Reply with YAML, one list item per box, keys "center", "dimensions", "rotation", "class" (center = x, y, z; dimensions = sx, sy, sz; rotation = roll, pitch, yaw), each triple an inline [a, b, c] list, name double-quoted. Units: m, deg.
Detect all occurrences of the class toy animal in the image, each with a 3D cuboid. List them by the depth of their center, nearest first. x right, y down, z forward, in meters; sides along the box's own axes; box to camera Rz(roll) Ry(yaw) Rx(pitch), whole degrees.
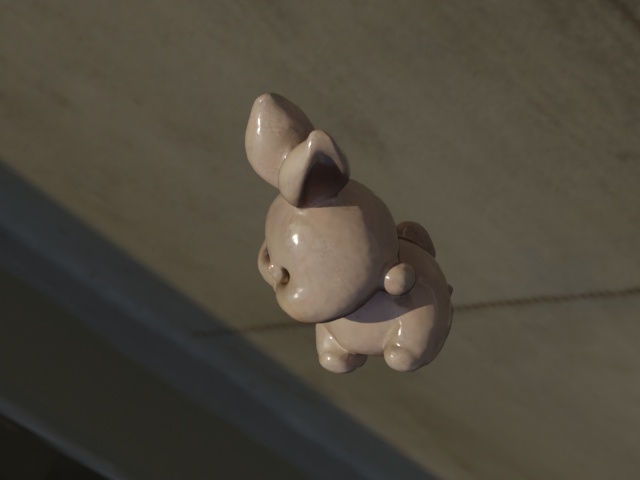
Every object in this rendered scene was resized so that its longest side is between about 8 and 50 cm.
- center: [-0.001, 0.002, 0.976]
  dimensions: [0.124, 0.124, 0.212]
  rotation: [6, 148, 45]
  class: "toy animal"
